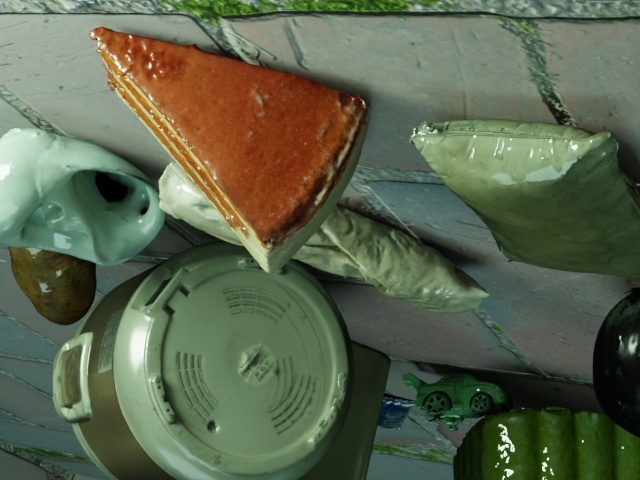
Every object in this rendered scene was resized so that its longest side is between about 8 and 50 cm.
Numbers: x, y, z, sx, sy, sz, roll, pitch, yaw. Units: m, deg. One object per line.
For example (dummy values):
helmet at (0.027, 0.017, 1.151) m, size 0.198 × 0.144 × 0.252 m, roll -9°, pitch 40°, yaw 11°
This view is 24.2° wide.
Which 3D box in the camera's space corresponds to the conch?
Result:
conch at (-0.277, -0.051, 1.640) m, size 0.221 × 0.121 × 0.185 m, roll 18°, pitch 156°, yaw -39°

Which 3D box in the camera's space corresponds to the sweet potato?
sweet potato at (-0.346, -0.009, 1.864) m, size 0.109 × 0.109 × 0.385 m, roll 11°, pitch 148°, yaw 12°

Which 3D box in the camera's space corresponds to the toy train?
toy train at (0.199, 0.226, 2.161) m, size 0.149 × 0.081 × 0.099 m, roll -11°, pitch 160°, yaw 20°

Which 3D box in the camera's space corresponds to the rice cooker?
rice cooker at (-0.153, 0.177, 1.896) m, size 0.335 × 0.335 × 0.325 m, roll 22°, pitch 161°, yaw -21°

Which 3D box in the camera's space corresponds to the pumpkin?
pumpkin at (0.399, 0.133, 1.579) m, size 0.233 × 0.163 × 0.233 m, roll 11°, pitch 162°, yaw 4°

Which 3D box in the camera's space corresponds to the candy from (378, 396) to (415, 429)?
candy at (0.102, 0.284, 2.472) m, size 0.088 × 0.038 × 0.136 m, roll 13°, pitch 153°, yaw -3°

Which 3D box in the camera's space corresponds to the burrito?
burrito at (0.000, 0.000, 1.640) m, size 0.392 × 0.076 × 0.117 m, roll 21°, pitch 162°, yaw -18°

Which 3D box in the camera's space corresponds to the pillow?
pillow at (0.212, -0.035, 1.367) m, size 0.185 × 0.075 × 0.302 m, roll 4°, pitch 160°, yaw 27°

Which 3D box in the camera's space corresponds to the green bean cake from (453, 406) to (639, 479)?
green bean cake at (0.362, 0.365, 2.130) m, size 0.319 × 0.218 × 0.335 m, roll 1°, pitch 164°, yaw -4°

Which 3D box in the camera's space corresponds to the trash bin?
trash bin at (-0.029, 0.257, 2.156) m, size 0.243 × 0.247 × 0.121 m, roll 21°, pitch 161°, yaw -21°

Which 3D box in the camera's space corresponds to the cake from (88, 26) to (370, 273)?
cake at (-0.101, -0.073, 1.372) m, size 0.262 × 0.159 × 0.158 m, roll 15°, pitch 165°, yaw 4°
